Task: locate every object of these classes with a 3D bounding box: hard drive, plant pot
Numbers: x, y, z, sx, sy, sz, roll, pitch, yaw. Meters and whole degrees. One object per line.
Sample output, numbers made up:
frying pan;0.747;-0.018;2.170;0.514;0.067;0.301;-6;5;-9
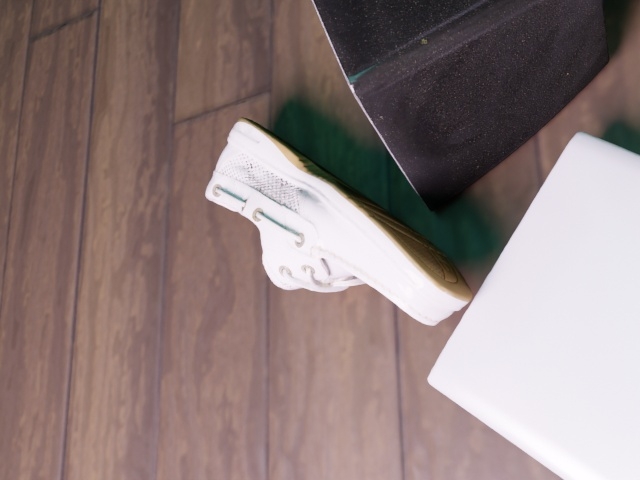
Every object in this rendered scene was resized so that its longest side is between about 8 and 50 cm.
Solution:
hard drive;0.236;0.082;0.477;0.307;0.040;0.203;33;93;36
plant pot;0.095;-0.165;0.573;0.167;0.188;0.187;-27;61;12

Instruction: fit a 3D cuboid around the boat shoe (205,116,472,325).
boat shoe;0.000;0.000;0.630;0.096;0.098;0.277;-56;45;6
